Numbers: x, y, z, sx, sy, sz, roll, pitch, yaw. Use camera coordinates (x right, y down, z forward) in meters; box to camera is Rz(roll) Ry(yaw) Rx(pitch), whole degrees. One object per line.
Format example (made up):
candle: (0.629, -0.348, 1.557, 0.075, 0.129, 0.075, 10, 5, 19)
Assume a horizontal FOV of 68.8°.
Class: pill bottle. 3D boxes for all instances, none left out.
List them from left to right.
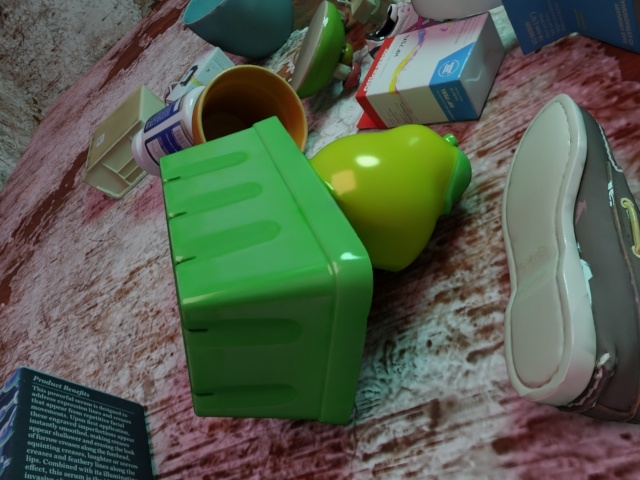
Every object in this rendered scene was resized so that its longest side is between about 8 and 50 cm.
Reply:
pill bottle: (-0.405, -0.402, 1.348, 0.086, 0.086, 0.152, -40, 41, 11)
pill bottle: (-0.317, -0.240, 1.083, 0.264, 0.153, 0.153, -12, 52, 40)

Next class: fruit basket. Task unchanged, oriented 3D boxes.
fruit basket: (0.000, 0.000, 0.586, 0.391, 0.283, 0.392, 4, 36, -3)

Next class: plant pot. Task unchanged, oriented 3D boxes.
plant pot: (-0.156, -0.204, 0.897, 0.188, 0.205, 0.205, 1, 59, 61)
plant pot: (-0.182, -0.593, 1.208, 0.290, 0.195, 0.290, -24, 45, 28)

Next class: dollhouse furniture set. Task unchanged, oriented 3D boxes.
dollhouse furniture set: (0.081, -0.446, 0.962, 0.161, 0.101, 0.182, -47, 33, 43)

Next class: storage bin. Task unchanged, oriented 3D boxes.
storage bin: (-0.563, -0.293, 1.379, 0.260, 0.123, 0.262, -38, 41, 14)

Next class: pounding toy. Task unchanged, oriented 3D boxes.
pounding toy: (0.014, -0.344, 0.929, 0.237, 0.110, 0.183, 152, 133, -67)

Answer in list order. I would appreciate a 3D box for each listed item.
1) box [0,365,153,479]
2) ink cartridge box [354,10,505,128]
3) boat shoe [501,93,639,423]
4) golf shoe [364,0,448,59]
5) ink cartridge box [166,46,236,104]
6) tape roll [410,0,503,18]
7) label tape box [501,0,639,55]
box: (-0.374, 0.416, 0.575, 0.293, 0.212, 0.395, -46, 39, 5)
ink cartridge box: (0.148, -0.255, 0.731, 0.231, 0.078, 0.134, 7, 64, 45)
boat shoe: (0.240, -0.002, 0.434, 0.117, 0.096, 0.324, 115, 172, -57)
golf shoe: (0.161, -0.388, 0.820, 0.186, 0.086, 0.067, -43, 39, 5)
ink cartridge box: (-0.280, -0.376, 1.181, 0.072, 0.127, 0.175, 26, 80, 47)
tape roll: (0.257, -0.451, 0.691, 0.286, 0.100, 0.286, -19, 40, 17)
label tape box: (0.355, -0.334, 0.480, 0.333, 0.240, 0.106, -24, 48, 29)
